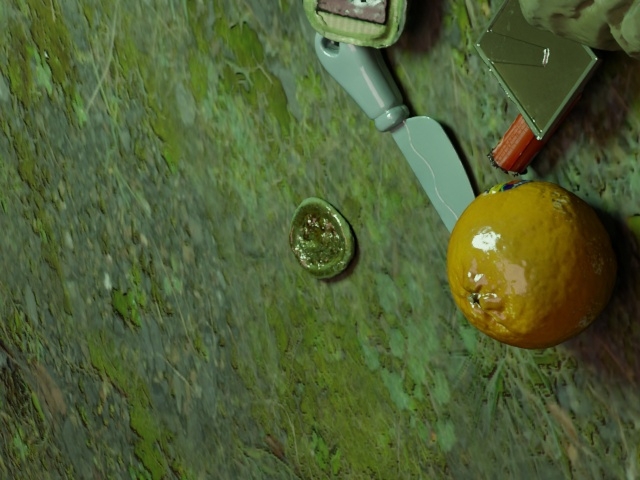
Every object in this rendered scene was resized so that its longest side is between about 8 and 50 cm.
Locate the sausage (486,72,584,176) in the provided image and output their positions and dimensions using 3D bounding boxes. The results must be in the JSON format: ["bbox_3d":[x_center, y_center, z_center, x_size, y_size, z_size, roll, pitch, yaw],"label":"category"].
[{"bbox_3d":[0.226,-0.128,1.523,0.048,0.050,0.145,-88,24,-45],"label":"sausage"}]

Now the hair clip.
[{"bbox_3d":[0.052,-0.370,1.571,0.138,0.091,0.321,13,123,16],"label":"hair clip"}]

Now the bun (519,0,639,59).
[{"bbox_3d":[0.283,-0.310,1.282,0.359,0.211,0.360,16,115,39],"label":"bun"}]

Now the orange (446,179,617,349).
[{"bbox_3d":[0.212,0.025,1.522,0.177,0.155,0.178,8,107,29],"label":"orange"}]

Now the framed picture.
[{"bbox_3d":[0.215,-0.189,1.496,0.109,0.011,0.149,-56,46,34],"label":"framed picture"}]

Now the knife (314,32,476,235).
[{"bbox_3d":[0.105,-0.114,1.656,0.080,0.044,0.331,-40,82,41],"label":"knife"}]

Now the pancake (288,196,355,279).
[{"bbox_3d":[-0.001,0.001,1.811,0.108,0.017,0.108,14,111,42],"label":"pancake"}]
